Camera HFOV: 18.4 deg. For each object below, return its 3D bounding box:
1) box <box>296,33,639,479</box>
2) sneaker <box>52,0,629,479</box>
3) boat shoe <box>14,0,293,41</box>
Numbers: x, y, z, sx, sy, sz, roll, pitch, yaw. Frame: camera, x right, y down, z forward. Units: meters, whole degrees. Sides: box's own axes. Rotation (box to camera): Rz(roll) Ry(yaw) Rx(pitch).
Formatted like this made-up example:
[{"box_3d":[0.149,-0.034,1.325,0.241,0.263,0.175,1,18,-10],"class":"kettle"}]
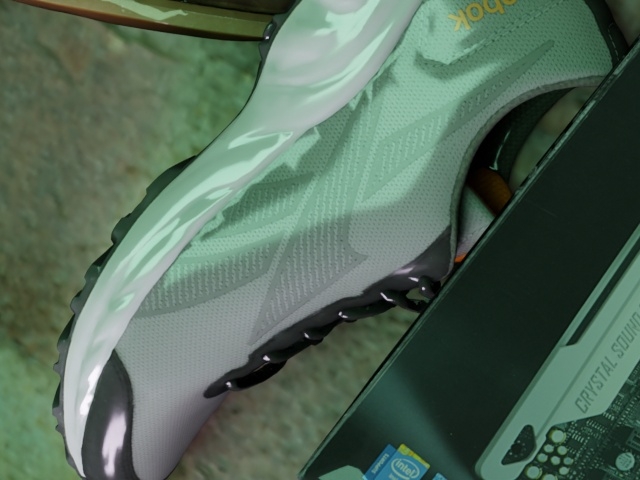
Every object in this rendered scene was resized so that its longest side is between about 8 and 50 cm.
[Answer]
[{"box_3d":[0.188,0.070,0.568,0.307,0.076,0.242,38,88,14],"class":"box"},{"box_3d":[0.000,0.000,0.696,0.108,0.100,0.271,42,112,10],"class":"sneaker"},{"box_3d":[-0.099,-0.119,0.739,0.207,0.073,0.073,12,95,18],"class":"boat shoe"}]
